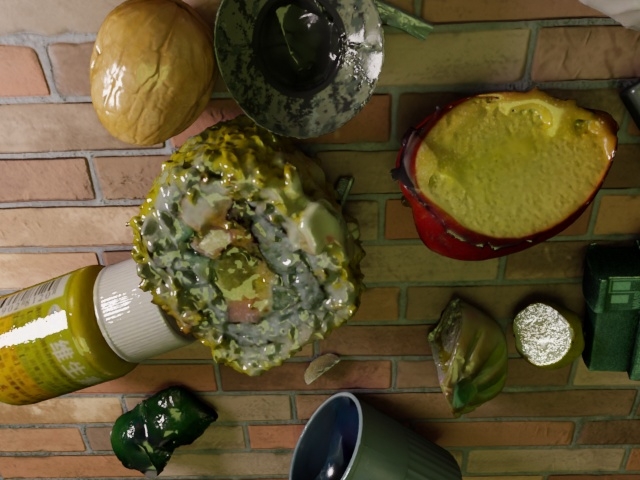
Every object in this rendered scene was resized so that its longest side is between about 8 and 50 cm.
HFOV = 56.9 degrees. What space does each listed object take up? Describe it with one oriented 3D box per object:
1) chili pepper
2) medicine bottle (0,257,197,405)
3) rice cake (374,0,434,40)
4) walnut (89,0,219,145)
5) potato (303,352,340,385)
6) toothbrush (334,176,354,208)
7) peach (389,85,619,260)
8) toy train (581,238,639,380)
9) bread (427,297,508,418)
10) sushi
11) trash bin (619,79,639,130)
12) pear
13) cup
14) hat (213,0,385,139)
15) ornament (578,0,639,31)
[{"bbox_3d":[-0.384,0.445,1.356,0.264,0.116,0.148,-31,113,17],"label":"chili pepper"},{"bbox_3d":[-0.436,0.161,1.123,0.384,0.224,0.225,-19,119,11],"label":"medicine bottle"},{"bbox_3d":[0.089,-0.354,0.908,0.180,0.042,0.031,20,122,-10],"label":"rice cake"},{"bbox_3d":[-0.249,-0.251,0.887,0.193,0.193,0.226,24,111,-13],"label":"walnut"},{"bbox_3d":[0.000,0.277,1.302,0.093,0.036,0.037,-38,78,2],"label":"potato"},{"bbox_3d":[0.005,0.002,1.135,0.028,0.026,0.295,20,120,-1],"label":"toothbrush"},{"bbox_3d":[0.292,-0.108,0.972,0.361,0.201,0.258,-23,83,-2],"label":"peach"},{"bbox_3d":[0.603,0.138,1.156,0.178,0.139,0.331,-2,124,13],"label":"toy train"},{"bbox_3d":[0.311,0.246,1.207,0.156,0.158,0.261,-19,121,8],"label":"bread"},{"bbox_3d":[-0.110,-0.002,1.004,0.351,0.240,0.397,-29,113,21],"label":"sushi"},{"bbox_3d":[0.612,-0.181,0.932,0.176,0.101,0.236,-32,90,21],"label":"trash bin"},{"bbox_3d":[0.465,0.189,1.196,0.141,0.141,0.104,-47,151,25],"label":"pear"},{"bbox_3d":[0.108,0.550,1.334,0.311,0.257,0.331,32,115,-19],"label":"cup"},{"bbox_3d":[-0.034,-0.301,0.891,0.265,0.128,0.266,-2,119,-4],"label":"hat"},{"bbox_3d":[0.399,-0.427,0.691,0.336,0.337,0.338,0,121,0],"label":"ornament"}]
